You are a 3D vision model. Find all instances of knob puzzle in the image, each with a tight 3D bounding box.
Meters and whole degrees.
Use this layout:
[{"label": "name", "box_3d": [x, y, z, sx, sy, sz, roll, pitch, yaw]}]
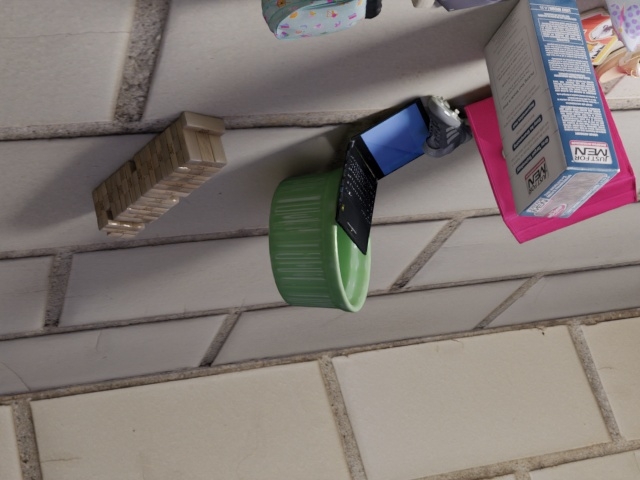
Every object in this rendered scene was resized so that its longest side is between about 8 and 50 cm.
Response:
[{"label": "knob puzzle", "box_3d": [0.482, -0.367, 1.989, 0.213, 0.030, 0.213, -12, 159, -5]}]

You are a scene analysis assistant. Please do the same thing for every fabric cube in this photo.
[{"label": "fabric cube", "box_3d": [0.465, -0.168, 2.126, 0.258, 0.254, 0.259, -19, 165, 14]}]

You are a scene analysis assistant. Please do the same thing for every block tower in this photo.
[{"label": "block tower", "box_3d": [-0.309, -0.115, 2.008, 0.091, 0.097, 0.335, 6, 149, -44]}]

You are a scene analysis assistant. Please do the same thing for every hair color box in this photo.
[{"label": "hair color box", "box_3d": [0.388, -0.230, 1.822, 0.105, 0.347, 0.174, 2, 154, -18]}]

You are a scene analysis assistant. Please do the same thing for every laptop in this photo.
[{"label": "laptop", "box_3d": [0.140, -0.122, 2.148, 0.137, 0.264, 0.234, 4, 163, 18]}]

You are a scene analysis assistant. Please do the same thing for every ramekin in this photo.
[{"label": "ramekin", "box_3d": [0.000, 0.000, 2.213, 0.148, 0.303, 0.303, -3, 162, 16]}]

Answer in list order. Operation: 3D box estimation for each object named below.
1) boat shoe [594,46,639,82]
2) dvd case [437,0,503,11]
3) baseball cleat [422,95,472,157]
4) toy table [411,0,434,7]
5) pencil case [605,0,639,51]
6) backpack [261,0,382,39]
[{"label": "boat shoe", "box_3d": [0.616, -0.349, 2.079, 0.170, 0.059, 0.063, -29, 154, 32]}, {"label": "dvd case", "box_3d": [0.234, -0.413, 1.652, 0.165, 0.018, 0.221, -5, 168, 27]}, {"label": "baseball cleat", "box_3d": [0.241, -0.216, 2.121, 0.109, 0.072, 0.206, -42, 152, 12]}, {"label": "toy table", "box_3d": [0.156, -0.447, 1.410, 0.274, 0.160, 0.252, -11, 158, -6]}, {"label": "pencil case", "box_3d": [0.629, -0.427, 1.827, 0.273, 0.113, 0.124, -24, 176, 21]}, {"label": "backpack", "box_3d": [0.000, -0.366, 1.567, 0.182, 0.115, 0.152, -10, 161, -4]}]
